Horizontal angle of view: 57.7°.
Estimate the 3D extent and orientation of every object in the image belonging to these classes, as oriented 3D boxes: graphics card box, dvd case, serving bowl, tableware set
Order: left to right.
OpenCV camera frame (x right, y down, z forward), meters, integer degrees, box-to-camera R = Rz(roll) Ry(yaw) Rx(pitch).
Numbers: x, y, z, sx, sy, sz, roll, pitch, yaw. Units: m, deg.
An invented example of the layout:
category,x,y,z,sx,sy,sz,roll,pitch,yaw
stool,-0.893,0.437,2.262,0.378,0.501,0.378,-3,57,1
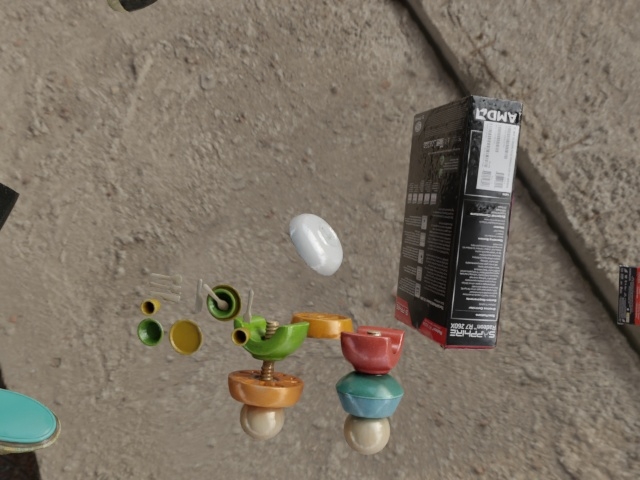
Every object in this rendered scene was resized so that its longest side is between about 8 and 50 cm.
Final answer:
category,x,y,z,sx,sy,sz,roll,pitch,yaw
tableware set,-0.162,0.101,0.743,0.154,0.024,0.104,9,97,11
serving bowl,0.000,0.000,0.699,0.027,0.083,0.083,-36,78,25
graphics card box,0.211,-0.031,0.941,0.094,0.233,0.371,3,93,-11
dvd case,0.486,0.081,0.817,0.119,0.013,0.087,3,99,34

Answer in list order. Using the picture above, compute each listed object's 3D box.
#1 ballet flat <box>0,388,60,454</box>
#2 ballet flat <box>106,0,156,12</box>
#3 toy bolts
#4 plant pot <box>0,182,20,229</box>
category,x,y,z,sx,sy,sz,roll,pitch,yaw
ballet flat,-0.653,0.327,1.069,0.348,0.123,0.123,18,82,-6
ballet flat,-0.165,-0.287,0.584,0.173,0.049,0.057,-21,83,33
toy bolts,0.011,0.192,0.795,0.228,0.218,0.159,4,89,28
plant pot,-0.512,-0.012,0.682,0.188,0.187,0.167,-5,67,23
